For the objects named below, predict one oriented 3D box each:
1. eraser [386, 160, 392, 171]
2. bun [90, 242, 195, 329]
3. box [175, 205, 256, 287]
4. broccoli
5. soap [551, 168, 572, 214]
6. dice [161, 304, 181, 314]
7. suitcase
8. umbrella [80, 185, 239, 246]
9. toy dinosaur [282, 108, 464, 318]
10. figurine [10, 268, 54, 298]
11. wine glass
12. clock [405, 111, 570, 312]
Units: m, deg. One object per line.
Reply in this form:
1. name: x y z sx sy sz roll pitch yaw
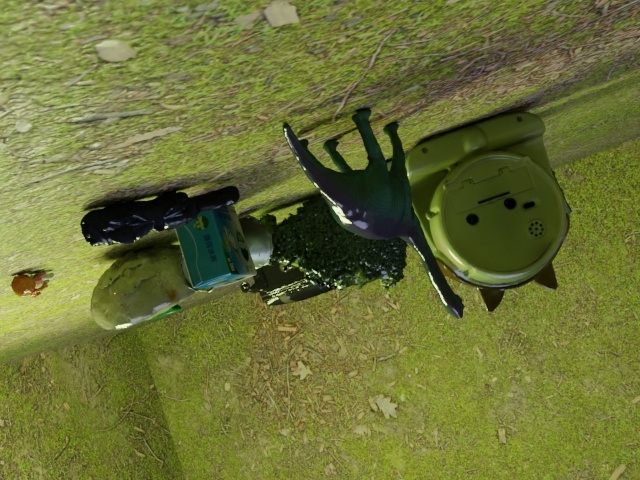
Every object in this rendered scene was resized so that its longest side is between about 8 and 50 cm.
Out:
1. eraser: 0.157 -0.107 1.671 0.052 0.095 0.225 -26 175 6
2. bun: -0.362 0.088 1.607 0.239 0.141 0.239 -26 -177 2
3. box: -0.184 0.006 1.385 0.073 0.139 0.194 -19 175 6
4. broccoli: 0.033 0.015 1.853 0.353 0.274 0.397 25 167 3
5. soap: 0.431 -0.129 1.683 0.145 0.230 0.091 -21 174 25
6. dice: -0.401 0.119 1.867 0.120 0.128 0.131 -17 176 -7
7. suitcase: -0.006 0.057 2.327 0.434 0.194 0.283 -23 174 21
8. umbrella: -0.230 -0.036 1.175 0.248 0.070 0.071 -14 173 -37
9. toy dinosaur: 0.095 -0.012 1.138 0.129 0.330 0.383 -24 175 26
10. figurine: -0.528 0.079 1.467 0.064 0.047 0.109 -50 174 12
11. wine glass: -0.191 0.031 1.575 0.122 0.122 0.183 -23 -175 39
12. clock: 0.331 -0.050 1.503 0.286 0.348 0.117 -19 175 -4
